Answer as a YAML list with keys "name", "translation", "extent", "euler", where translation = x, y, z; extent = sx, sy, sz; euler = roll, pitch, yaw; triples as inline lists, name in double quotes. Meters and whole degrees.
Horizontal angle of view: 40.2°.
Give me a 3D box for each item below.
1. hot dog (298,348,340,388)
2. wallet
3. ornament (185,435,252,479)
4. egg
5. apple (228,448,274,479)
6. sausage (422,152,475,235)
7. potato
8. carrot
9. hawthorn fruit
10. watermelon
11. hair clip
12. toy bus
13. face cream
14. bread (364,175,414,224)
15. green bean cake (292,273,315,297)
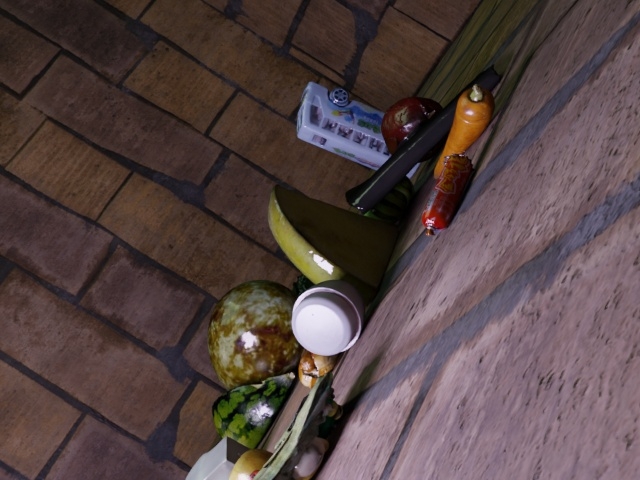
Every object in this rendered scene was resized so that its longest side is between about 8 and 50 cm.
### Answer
- name: "hot dog"
  translation: [0.008, 0.178, 1.551]
  extent: [0.092, 0.062, 0.235]
  euler: [-63, 0, 22]
- name: "wallet"
  translation: [0.199, -0.195, 1.707]
  extent: [0.377, 0.051, 0.197]
  euler: [-43, 6, 5]
- name: "ornament"
  translation: [-0.230, 0.495, 1.694]
  extent: [0.285, 0.130, 0.120]
  euler: [-57, 16, 35]
- name: "egg"
  translation: [-0.145, 0.233, 2.021]
  extent: [0.238, 0.238, 0.289]
  euler: [-68, -9, -76]
- name: "apple"
  translation: [-0.100, 0.360, 1.347]
  extent: [0.084, 0.071, 0.084]
  euler: [-57, 1, 1]
- name: "sausage"
  translation: [0.177, -0.062, 1.257]
  extent: [0.145, 0.050, 0.048]
  euler: [-61, -2, -32]
- name: "potato"
  translation: [0.000, 0.000, 1.643]
  extent: [0.112, 0.255, 0.269]
  euler: [-56, 3, 28]
- name: "carrot"
  translation: [0.237, -0.170, 1.465]
  extent: [0.061, 0.061, 0.256]
  euler: [-60, -8, -31]
- name: "hawthorn fruit"
  translation: [0.211, -0.246, 1.890]
  extent: [0.148, 0.148, 0.172]
  euler: [-60, 15, -26]
- name: "watermelon"
  translation: [-0.179, 0.389, 1.966]
  extent: [0.159, 0.128, 0.303]
  euler: [-60, 3, -38]
- name: "hair clip"
  translation: [-0.064, 0.311, 1.089]
  extent: [0.321, 0.091, 0.138]
  euler: [-47, -11, -23]
- name: "toy bus"
  translation: [0.098, -0.264, 2.132]
  extent: [0.109, 0.330, 0.135]
  euler: [126, 165, -70]
- name: "face cream"
  translation: [0.015, 0.124, 1.434]
  extent: [0.117, 0.117, 0.104]
  euler: [-57, -6, 28]
- name: "bread"
  translation: [0.144, -0.075, 1.834]
  extent: [0.139, 0.071, 0.130]
  euler: [-54, 0, 2]
- name: "green bean cake"
  translation: [0.017, 0.072, 2.242]
  extent: [0.208, 0.107, 0.193]
  euler: [-57, 1, 2]
